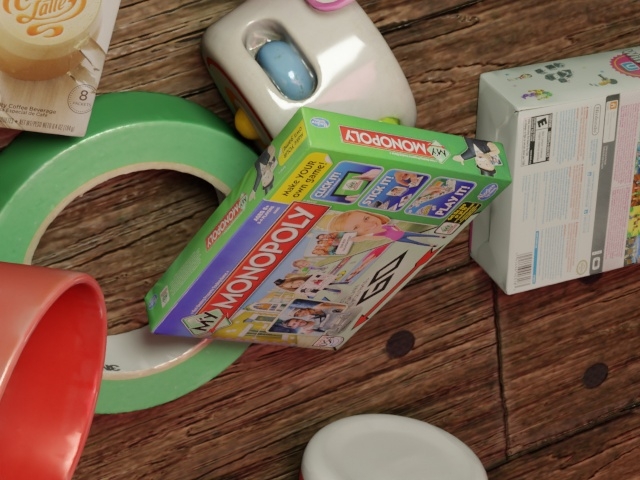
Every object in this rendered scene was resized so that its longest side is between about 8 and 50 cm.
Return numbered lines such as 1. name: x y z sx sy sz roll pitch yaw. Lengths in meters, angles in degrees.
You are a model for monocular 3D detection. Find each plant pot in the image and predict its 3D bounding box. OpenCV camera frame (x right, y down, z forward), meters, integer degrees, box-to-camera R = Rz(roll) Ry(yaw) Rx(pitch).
1. plant pot: -0.347 0.127 1.462 0.243 0.275 0.275 15 117 11

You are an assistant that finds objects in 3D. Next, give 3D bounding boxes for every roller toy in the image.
1. roller toy: -0.018 -0.143 1.569 0.146 0.209 0.191 -34 117 -7

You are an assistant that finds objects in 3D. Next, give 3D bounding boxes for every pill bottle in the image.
1. pill bottle: 0.057 0.397 1.908 0.210 0.210 0.363 -4 120 -26

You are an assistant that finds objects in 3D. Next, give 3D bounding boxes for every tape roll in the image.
1. tape roll: -0.187 0.015 1.644 0.321 0.077 0.321 -12 122 -20

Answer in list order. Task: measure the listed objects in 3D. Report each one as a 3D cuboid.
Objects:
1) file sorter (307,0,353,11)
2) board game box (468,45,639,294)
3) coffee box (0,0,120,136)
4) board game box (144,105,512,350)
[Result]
1. file sorter: -0.018 -0.365 1.410 0.202 0.182 0.291 -37 135 5
2. board game box: 0.319 -0.087 1.836 0.303 0.097 0.224 -11 123 -20
3. coffee box: -0.252 -0.226 1.455 0.141 0.098 0.247 5 115 -30
4. board game box: 0.000 0.000 1.560 0.213 0.046 0.317 7 145 -31
